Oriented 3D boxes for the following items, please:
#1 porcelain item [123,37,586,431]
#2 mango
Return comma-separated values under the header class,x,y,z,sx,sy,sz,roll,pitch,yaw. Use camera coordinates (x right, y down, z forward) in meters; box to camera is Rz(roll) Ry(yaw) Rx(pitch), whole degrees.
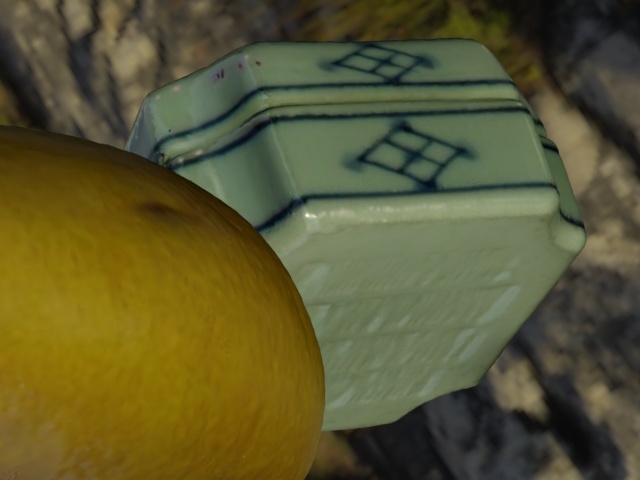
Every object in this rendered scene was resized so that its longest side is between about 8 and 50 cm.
class,x,y,z,sx,sy,sz,roll,pitch,yaw
porcelain item,0.000,0.000,1.251,0.281,0.285,0.157,-60,43,50
mango,-0.167,0.057,0.919,0.445,0.301,0.221,36,-133,-61
